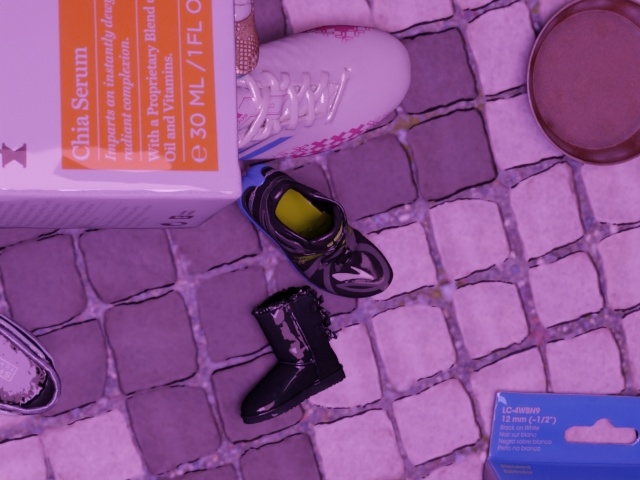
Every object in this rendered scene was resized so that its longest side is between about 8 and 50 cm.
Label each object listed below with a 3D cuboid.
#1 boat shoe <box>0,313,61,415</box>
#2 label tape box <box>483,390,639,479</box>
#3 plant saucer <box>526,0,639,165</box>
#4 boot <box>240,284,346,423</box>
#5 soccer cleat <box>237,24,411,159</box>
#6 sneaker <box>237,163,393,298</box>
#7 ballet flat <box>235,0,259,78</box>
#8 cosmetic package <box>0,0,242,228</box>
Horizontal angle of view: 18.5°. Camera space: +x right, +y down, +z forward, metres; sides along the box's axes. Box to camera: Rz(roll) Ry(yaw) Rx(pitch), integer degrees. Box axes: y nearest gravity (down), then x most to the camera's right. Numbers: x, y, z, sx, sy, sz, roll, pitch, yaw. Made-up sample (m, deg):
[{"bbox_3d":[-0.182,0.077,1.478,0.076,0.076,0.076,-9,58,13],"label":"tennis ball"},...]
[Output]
[{"bbox_3d":[-0.359,0.069,1.694,0.301,0.102,0.108,33,84,-19],"label":"boat shoe"},{"bbox_3d":[0.286,0.332,1.934,0.249,0.115,0.347,4,95,-19],"label":"label tape box"},{"bbox_3d":[0.275,-0.158,1.927,0.168,0.029,0.168,-2,95,-19],"label":"plant saucer"},{"bbox_3d":[-0.037,0.105,1.838,0.121,0.045,0.099,-27,105,-22],"label":"boot"},{"bbox_3d":[-0.057,-0.119,1.758,0.331,0.143,0.116,-13,99,-17],"label":"soccer cleat"},{"bbox_3d":[0.000,0.000,1.816,0.188,0.078,0.067,41,81,-33],"label":"sneaker"},{"bbox_3d":[-0.100,-0.235,1.713,0.073,0.067,0.206,-7,55,-27],"label":"ballet flat"},{"bbox_3d":[-0.299,-0.131,1.531,0.453,0.161,0.230,-1,81,-17],"label":"cosmetic package"}]
